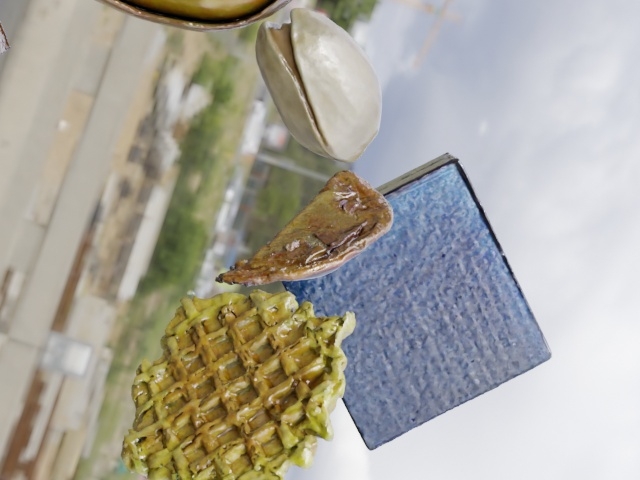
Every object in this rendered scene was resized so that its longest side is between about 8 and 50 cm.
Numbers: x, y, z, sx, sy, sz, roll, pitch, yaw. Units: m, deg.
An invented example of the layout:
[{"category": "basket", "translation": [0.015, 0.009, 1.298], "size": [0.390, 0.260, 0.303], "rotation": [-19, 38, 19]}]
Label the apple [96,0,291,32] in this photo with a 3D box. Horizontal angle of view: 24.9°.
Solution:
[{"category": "apple", "translation": [-0.099, -0.255, 1.009], "size": [0.237, 0.237, 0.207], "rotation": [115, -6, -53]}]

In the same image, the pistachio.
[{"category": "pistachio", "translation": [-0.001, -0.172, 1.598], "size": [0.124, 0.185, 0.124], "rotation": [-30, -153, 17]}]

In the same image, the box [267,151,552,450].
[{"category": "box", "translation": [0.109, 0.072, 1.802], "size": [0.279, 0.261, 0.116], "rotation": [64, 2, -9]}]

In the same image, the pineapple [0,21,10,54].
[{"category": "pineapple", "translation": [-0.266, -0.141, 1.001], "size": [0.077, 0.114, 0.114], "rotation": [30, 38, -57]}]

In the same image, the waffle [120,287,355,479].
[{"category": "waffle", "translation": [-0.086, 0.156, 1.489], "size": [0.052, 0.245, 0.254], "rotation": [61, 40, -46]}]

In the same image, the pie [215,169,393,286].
[{"category": "pie", "translation": [0.003, -0.001, 1.175], "size": [0.191, 0.088, 0.033], "rotation": [-41, 130, -43]}]
